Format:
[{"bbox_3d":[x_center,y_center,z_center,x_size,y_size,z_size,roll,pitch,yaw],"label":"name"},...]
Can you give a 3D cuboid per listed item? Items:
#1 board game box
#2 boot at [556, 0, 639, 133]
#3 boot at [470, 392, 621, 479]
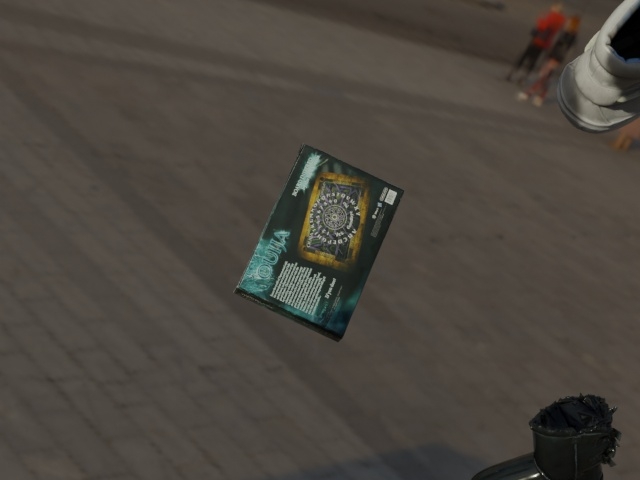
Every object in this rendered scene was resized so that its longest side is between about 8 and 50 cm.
[{"bbox_3d":[0.000,0.000,1.331,0.126,0.186,0.026,26,-21,-4],"label":"board game box"},{"bbox_3d":[0.319,-0.182,1.027,0.095,0.258,0.123,54,-17,10],"label":"boot"},{"bbox_3d":[0.170,0.166,0.948,0.121,0.099,0.045,-10,48,-4],"label":"boot"}]
